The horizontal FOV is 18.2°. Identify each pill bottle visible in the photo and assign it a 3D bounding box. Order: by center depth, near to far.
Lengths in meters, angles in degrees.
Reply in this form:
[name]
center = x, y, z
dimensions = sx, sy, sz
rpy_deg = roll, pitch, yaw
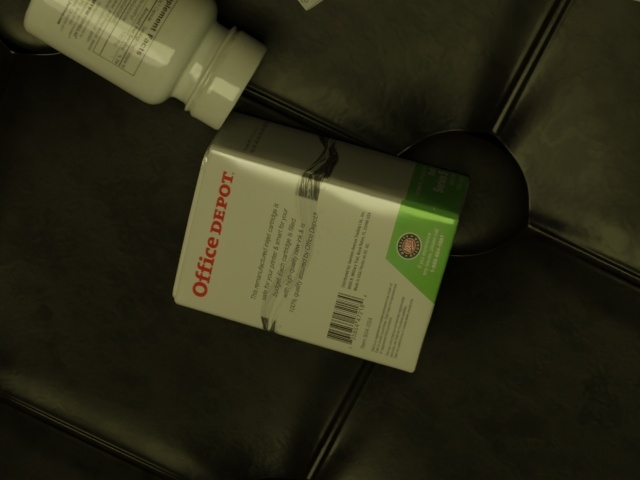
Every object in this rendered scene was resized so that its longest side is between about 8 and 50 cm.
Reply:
[pill bottle]
center = -0.177, -0.215, 2.052
dimensions = 0.229, 0.131, 0.131
rpy_deg = 31, 118, -5

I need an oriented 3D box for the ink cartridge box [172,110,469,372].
[ink cartridge box]
center = 0.000, 0.000, 2.131
dimensions = 0.273, 0.115, 0.198
rpy_deg = 17, 118, 3

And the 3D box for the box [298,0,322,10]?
[box]
center = 0.016, -0.340, 2.003
dimensions = 0.186, 0.038, 0.145
rpy_deg = -33, 105, 23
